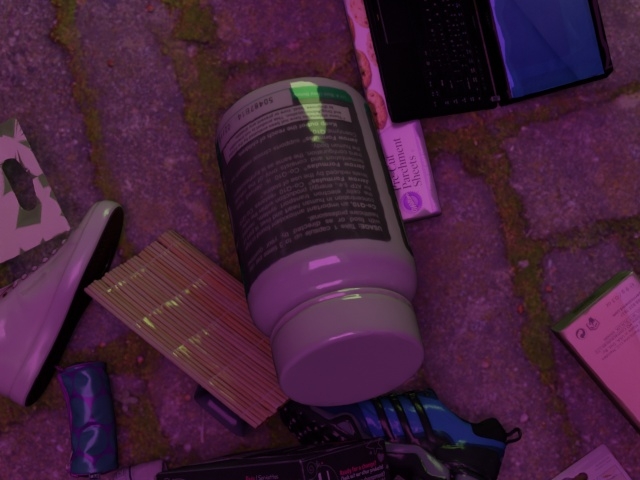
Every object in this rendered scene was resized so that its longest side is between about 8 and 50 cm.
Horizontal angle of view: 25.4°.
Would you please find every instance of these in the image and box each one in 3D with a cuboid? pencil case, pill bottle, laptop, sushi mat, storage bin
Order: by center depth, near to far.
[{"bbox_3d":[0.000,0.000,1.695,0.204,0.204,0.361,-16,57,3],"label":"pill bottle"},{"bbox_3d":[-0.137,0.103,1.768,0.316,0.019,0.151,35,58,27],"label":"sushi mat"},{"bbox_3d":[0.204,-0.289,1.788,0.264,0.136,0.234,-10,86,-30],"label":"laptop"},{"bbox_3d":[-0.101,0.176,1.800,0.098,0.135,0.091,38,66,5],"label":"storage bin"},{"bbox_3d":[-0.303,0.233,1.843,0.070,0.064,0.151,-5,86,-25],"label":"pencil case"}]

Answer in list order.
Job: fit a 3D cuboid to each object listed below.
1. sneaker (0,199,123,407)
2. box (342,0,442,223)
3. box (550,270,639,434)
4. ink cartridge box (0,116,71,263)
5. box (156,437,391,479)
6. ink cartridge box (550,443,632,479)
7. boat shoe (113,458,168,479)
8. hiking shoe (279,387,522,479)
[{"bbox_3d":[-0.363,0.062,1.835,0.123,0.106,0.290,28,87,10],"label":"sneaker"},{"bbox_3d":[0.091,-0.183,1.834,0.067,0.063,0.324,-12,87,4],"label":"box"},{"bbox_3d":[0.434,0.192,1.755,0.121,0.148,0.311,-40,84,3],"label":"box"},{"bbox_3d":[-0.459,-0.035,1.784,0.235,0.056,0.171,-27,87,-2],"label":"ink cartridge box"},{"bbox_3d":[-0.051,0.325,1.723,0.247,0.163,0.142,-11,87,40],"label":"box"},{"bbox_3d":[0.358,0.374,1.809,0.145,0.045,0.179,-35,67,-2],"label":"ink cartridge box"},{"bbox_3d":[-0.196,0.391,1.820,0.076,0.083,0.226,-22,86,4],"label":"boat shoe"},{"bbox_3d":[0.092,0.242,1.813,0.304,0.113,0.132,24,59,11],"label":"hiking shoe"}]
